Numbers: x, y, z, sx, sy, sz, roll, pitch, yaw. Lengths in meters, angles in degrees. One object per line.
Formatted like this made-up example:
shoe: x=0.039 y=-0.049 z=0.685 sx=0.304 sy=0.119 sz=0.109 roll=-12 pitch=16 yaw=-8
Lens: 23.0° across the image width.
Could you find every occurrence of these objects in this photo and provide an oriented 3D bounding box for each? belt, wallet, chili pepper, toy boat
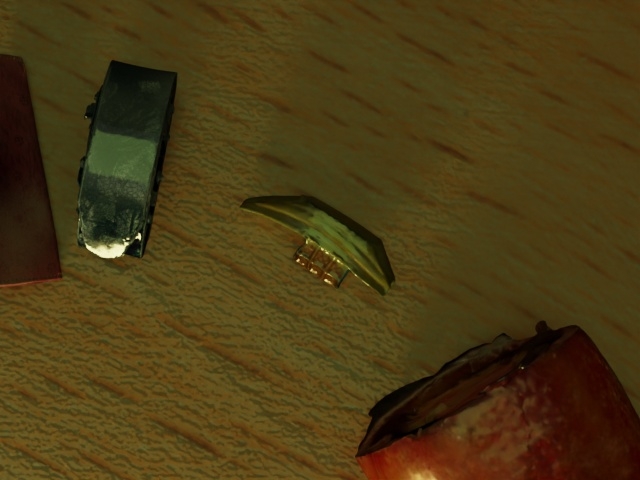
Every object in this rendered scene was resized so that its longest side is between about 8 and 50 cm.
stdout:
belt: x=-0.191 y=-0.076 z=1.518 sx=0.082 sy=0.141 sz=0.190 roll=11 pitch=88 yaw=-2
wallet: x=-0.313 y=-0.069 z=1.530 sx=0.025 sy=0.119 sz=0.232 roll=-13 pitch=86 yaw=31
chili pepper: x=0.211 y=0.245 z=1.508 sx=0.251 sy=0.229 sz=0.305 roll=-39 pitch=100 yaw=-9
toy boat: x=0.000 y=0.000 z=1.569 sx=0.172 sy=0.065 sz=0.066 roll=33 pitch=103 yaw=1
